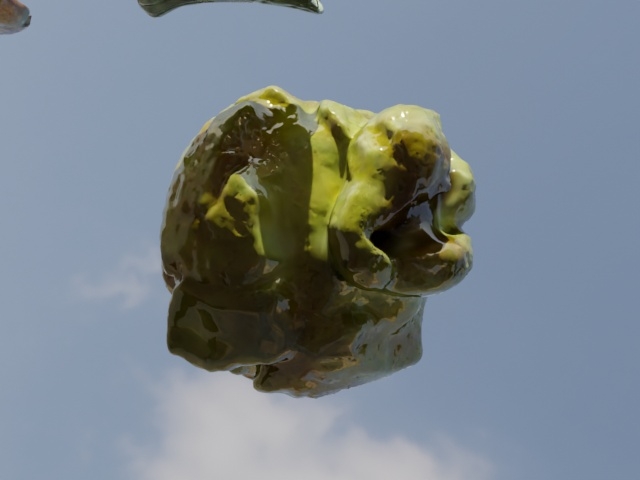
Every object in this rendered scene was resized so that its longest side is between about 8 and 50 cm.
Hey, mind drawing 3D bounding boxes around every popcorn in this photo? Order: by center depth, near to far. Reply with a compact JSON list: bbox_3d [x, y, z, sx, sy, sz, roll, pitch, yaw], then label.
[{"bbox_3d":[0.004,0.002,1.474,0.276,0.225,0.276,5,-55,7],"label":"popcorn"}]

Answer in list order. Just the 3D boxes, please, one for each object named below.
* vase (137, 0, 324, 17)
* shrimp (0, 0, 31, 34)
[{"bbox_3d":[-0.074,-0.216,1.432,0.149,0.081,0.081,-3,-79,9],"label":"vase"},{"bbox_3d":[-0.411,-0.286,1.678,0.317,0.164,0.062,31,-104,6],"label":"shrimp"}]
